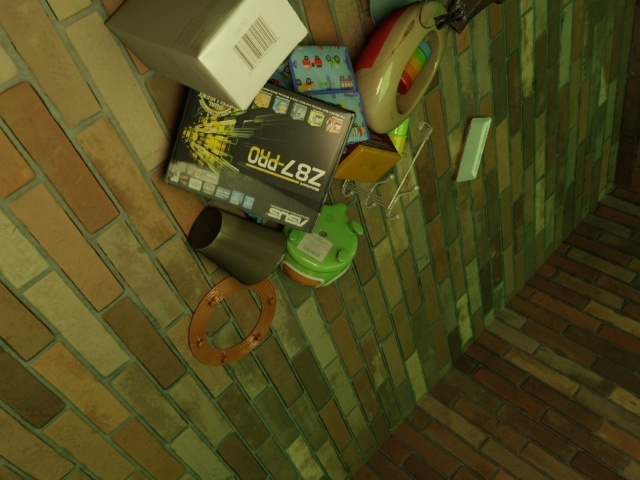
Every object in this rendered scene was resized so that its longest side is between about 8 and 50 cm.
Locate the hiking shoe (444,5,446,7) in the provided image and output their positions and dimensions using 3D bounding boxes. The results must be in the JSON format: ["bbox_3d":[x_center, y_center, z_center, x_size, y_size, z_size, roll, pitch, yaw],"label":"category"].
[{"bbox_3d":[0.349,-0.662,1.916,0.227,0.086,0.114,-49,136,-14],"label":"hiking shoe"}]

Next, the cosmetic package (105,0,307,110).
[{"bbox_3d":[-0.243,-0.435,1.196,0.217,0.385,0.156,-52,139,-6],"label":"cosmetic package"}]

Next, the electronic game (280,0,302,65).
[{"bbox_3d":[-0.158,-0.526,1.425,0.230,0.048,0.229,-3,103,-14],"label":"electronic game"}]

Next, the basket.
[{"bbox_3d":[-0.242,0.009,1.655,0.204,0.154,0.227,-40,138,18],"label":"basket"}]

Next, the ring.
[{"bbox_3d":[-0.267,0.257,1.870,0.337,0.032,0.336,-24,128,-35],"label":"ring"}]

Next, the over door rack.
[{"bbox_3d":[0.221,-0.255,1.908,0.108,0.240,0.324,5,109,-47],"label":"over door rack"}]

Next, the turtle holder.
[{"bbox_3d":[-0.018,0.002,1.851,0.244,0.320,0.227,7,141,-15],"label":"turtle holder"}]

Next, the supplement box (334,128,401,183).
[{"bbox_3d":[0.105,-0.294,1.770,0.191,0.194,0.129,2,145,-47],"label":"supplement box"}]

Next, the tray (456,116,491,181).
[{"bbox_3d":[0.625,-0.378,2.426,0.145,0.030,0.270,-13,122,-41],"label":"tray"}]

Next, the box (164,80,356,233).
[{"bbox_3d":[-0.149,-0.230,1.444,0.097,0.395,0.318,-76,-174,-72],"label":"box"}]

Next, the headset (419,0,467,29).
[{"bbox_3d":[0.241,-0.727,1.496,0.243,0.185,0.394,-37,111,-15],"label":"headset"}]

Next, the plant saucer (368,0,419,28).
[{"bbox_3d":[0.245,-0.767,1.753,0.318,0.044,0.317,-31,139,-32],"label":"plant saucer"}]

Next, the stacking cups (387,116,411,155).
[{"bbox_3d":[0.276,-0.447,1.962,0.096,0.096,0.316,-6,117,-45],"label":"stacking cups"}]

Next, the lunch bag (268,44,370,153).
[{"bbox_3d":[0.000,-0.362,1.577,0.221,0.138,0.293,-16,84,-40],"label":"lunch bag"}]

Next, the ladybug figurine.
[{"bbox_3d":[0.226,-0.523,1.723,0.449,0.162,0.305,-56,153,-16],"label":"ladybug figurine"}]

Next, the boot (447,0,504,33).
[{"bbox_3d":[0.534,-0.817,2.042,0.249,0.090,0.206,8,119,-50],"label":"boot"}]

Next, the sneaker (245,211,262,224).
[{"bbox_3d":[-0.211,-0.100,1.697,0.059,0.053,0.144,-36,126,-27],"label":"sneaker"}]
